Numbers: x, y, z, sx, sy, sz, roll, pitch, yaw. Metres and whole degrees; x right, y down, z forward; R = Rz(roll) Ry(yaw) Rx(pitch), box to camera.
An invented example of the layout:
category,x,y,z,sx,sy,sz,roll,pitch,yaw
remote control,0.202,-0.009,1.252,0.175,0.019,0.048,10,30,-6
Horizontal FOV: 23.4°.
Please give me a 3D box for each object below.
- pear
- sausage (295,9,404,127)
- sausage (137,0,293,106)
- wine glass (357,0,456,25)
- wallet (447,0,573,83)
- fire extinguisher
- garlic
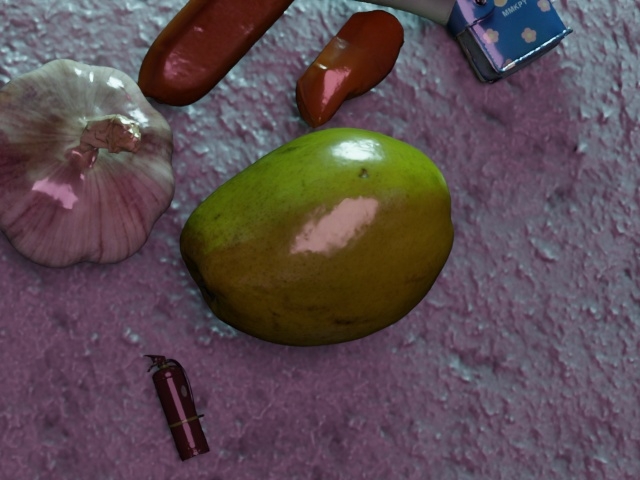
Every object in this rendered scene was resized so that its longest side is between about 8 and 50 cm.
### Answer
category,x,y,z,sx,sy,sz,roll,pitch,yaw
pear,0.000,0.000,1.779,0.307,0.253,0.253,-23,88,-15
sausage,0.031,-0.213,1.905,0.089,0.089,0.179,44,68,-5
sausage,-0.085,-0.288,1.824,0.348,0.097,0.094,-45,113,10
wine glass,0.063,-0.341,1.899,0.231,0.103,0.103,18,77,2
wallet,0.218,-0.314,1.982,0.141,0.059,0.202,-32,91,-15
fire extinguisher,-0.167,0.191,1.814,0.056,0.039,0.132,-15,84,-49
garlic,-0.261,-0.094,1.728,0.245,0.253,0.245,4,79,-23
